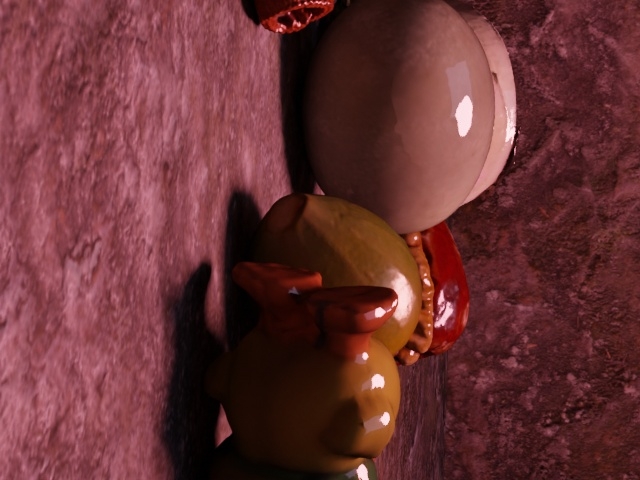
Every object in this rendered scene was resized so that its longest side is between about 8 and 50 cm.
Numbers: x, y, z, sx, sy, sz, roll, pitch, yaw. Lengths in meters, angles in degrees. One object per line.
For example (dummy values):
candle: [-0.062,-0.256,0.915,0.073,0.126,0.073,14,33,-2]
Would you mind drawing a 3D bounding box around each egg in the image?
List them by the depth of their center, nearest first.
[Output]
egg: [0.101,-0.167,1.808,0.258,0.258,0.352,-75,162,-46]
egg: [0.133,-0.205,2.050,0.201,0.337,0.337,-5,99,-33]

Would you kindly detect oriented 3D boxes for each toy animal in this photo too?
toy animal: [-0.012,0.193,1.436,0.191,0.216,0.338,-10,112,-55]

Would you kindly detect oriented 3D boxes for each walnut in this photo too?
walnut: [0.119,0.061,2.112,0.244,0.221,0.269,86,-5,-71]

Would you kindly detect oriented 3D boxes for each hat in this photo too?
hat: [-0.041,-0.325,1.534,0.112,0.093,0.162,63,12,-87]

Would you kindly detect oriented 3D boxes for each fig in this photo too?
fig: [0.004,0.044,1.589,0.230,0.207,0.207,55,22,-11]

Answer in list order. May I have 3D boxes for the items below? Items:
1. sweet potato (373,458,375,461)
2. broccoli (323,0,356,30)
sweet potato: [0.076,0.298,2.341,0.067,0.059,0.281,52,23,-17]
broccoli: [0.042,-0.361,1.873,0.275,0.177,0.198,-16,149,-49]
